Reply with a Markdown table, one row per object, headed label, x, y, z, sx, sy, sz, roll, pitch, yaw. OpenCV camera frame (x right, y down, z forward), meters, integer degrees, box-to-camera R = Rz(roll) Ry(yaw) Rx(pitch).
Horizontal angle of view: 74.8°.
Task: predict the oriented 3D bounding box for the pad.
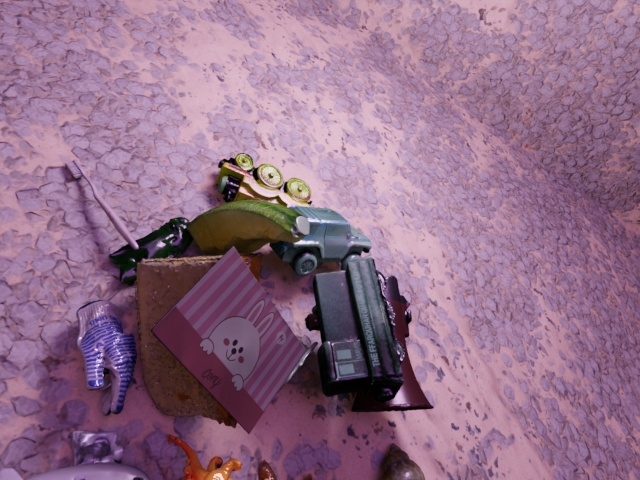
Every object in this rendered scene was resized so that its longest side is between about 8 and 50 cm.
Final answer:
| label | x | y | z | sx | sy | sz | roll | pitch | yaw |
| --- | --- | --- | --- | --- | --- | --- | --- | --- | --- |
| pad | -0.144 | 0.186 | 0.764 | 0.202 | 0.005 | 0.300 | -50 | 126 | -34 |

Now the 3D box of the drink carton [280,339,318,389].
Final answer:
| label | x | y | z | sx | sy | sz | roll | pitch | yaw |
| --- | --- | --- | --- | --- | --- | --- | --- | --- | --- |
| drink carton | -0.107 | 0.251 | 0.958 | 0.142 | 0.146 | 0.144 | 40 | 46 | 9 |

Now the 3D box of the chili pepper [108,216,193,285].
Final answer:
| label | x | y | z | sx | sy | sz | roll | pitch | yaw |
| --- | --- | --- | --- | --- | --- | --- | --- | --- | --- |
| chili pepper | -0.389 | 0.019 | 0.985 | 0.098 | 0.061 | 0.224 | 44 | 46 | 1 |

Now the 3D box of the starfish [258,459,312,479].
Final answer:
| label | x | y | z | sx | sy | sz | roll | pitch | yaw |
| --- | --- | --- | --- | --- | --- | --- | --- | --- | --- |
| starfish | -0.110 | 0.590 | 0.751 | 0.374 | 0.094 | 0.327 | -20 | 70 | -45 |

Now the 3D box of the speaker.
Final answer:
| label | x | y | z | sx | sy | sz | roll | pitch | yaw |
| --- | --- | --- | --- | --- | --- | --- | --- | --- | --- |
| speaker | 0.117 | 0.269 | 1.056 | 0.198 | 0.258 | 0.330 | 52 | 26 | -61 |

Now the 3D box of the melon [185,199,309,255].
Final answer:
| label | x | y | z | sx | sy | sz | roll | pitch | yaw |
| --- | --- | --- | --- | --- | --- | --- | --- | --- | --- |
| melon | -0.150 | -0.036 | 0.987 | 0.196 | 0.323 | 0.124 | 4 | 77 | -49 |

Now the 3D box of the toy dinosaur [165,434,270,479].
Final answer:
| label | x | y | z | sx | sy | sz | roll | pitch | yaw |
| --- | --- | --- | --- | --- | --- | --- | --- | --- | --- |
| toy dinosaur | -0.190 | 0.456 | 0.757 | 0.288 | 0.071 | 0.117 | 26 | 33 | 11 |

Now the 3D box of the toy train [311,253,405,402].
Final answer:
| label | x | y | z | sx | sy | sz | roll | pitch | yaw |
| --- | --- | --- | --- | --- | --- | --- | --- | --- | --- |
| toy train | 0.073 | 0.190 | 0.921 | 0.177 | 0.139 | 0.331 | -7 | 55 | -6 |

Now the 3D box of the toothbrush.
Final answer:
| label | x | y | z | sx | sy | sz | roll | pitch | yaw |
| --- | --- | --- | --- | --- | --- | --- | --- | --- | --- |
| toothbrush | -0.509 | -0.085 | 0.972 | 0.029 | 0.025 | 0.307 | -31 | 68 | -34 |

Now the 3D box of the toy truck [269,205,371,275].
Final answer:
| label | x | y | z | sx | sy | sz | roll | pitch | yaw |
| --- | --- | --- | --- | --- | --- | --- | --- | --- | --- |
| toy truck | 0.000 | 0.000 | 1.144 | 0.278 | 0.156 | 0.155 | 2 | 24 | -31 |

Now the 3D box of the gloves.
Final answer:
| label | x | y | z | sx | sy | sz | roll | pitch | yaw |
| --- | --- | --- | --- | --- | --- | --- | --- | --- | --- |
| gloves | -0.410 | 0.220 | 0.804 | 0.119 | 0.097 | 0.229 | 35 | 29 | -61 |

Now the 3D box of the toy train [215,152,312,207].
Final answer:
| label | x | y | z | sx | sy | sz | roll | pitch | yaw |
| --- | --- | --- | --- | --- | --- | --- | --- | --- | --- |
| toy train | -0.162 | -0.138 | 1.207 | 0.295 | 0.100 | 0.161 | 23 | 52 | -17 |

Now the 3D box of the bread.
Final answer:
| label | x | y | z | sx | sy | sz | roll | pitch | yaw |
| --- | --- | --- | --- | --- | --- | --- | --- | --- | --- |
| bread | -0.233 | 0.174 | 0.902 | 0.279 | 0.247 | 0.316 | -43 | 131 | -76 |

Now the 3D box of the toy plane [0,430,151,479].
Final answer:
| label | x | y | z | sx | sy | sz | roll | pitch | yaw |
| --- | --- | --- | --- | --- | --- | --- | --- | --- | --- |
| toy plane | -0.400 | 0.423 | 0.666 | 0.251 | 0.118 | 0.252 | 19 | 33 | -13 |

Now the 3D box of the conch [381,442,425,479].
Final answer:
| label | x | y | z | sx | sy | sz | roll | pitch | yaw |
| --- | --- | --- | --- | --- | --- | --- | --- | --- | --- |
| conch | 0.184 | 0.568 | 0.947 | 0.116 | 0.105 | 0.173 | 18 | 68 | -49 |
